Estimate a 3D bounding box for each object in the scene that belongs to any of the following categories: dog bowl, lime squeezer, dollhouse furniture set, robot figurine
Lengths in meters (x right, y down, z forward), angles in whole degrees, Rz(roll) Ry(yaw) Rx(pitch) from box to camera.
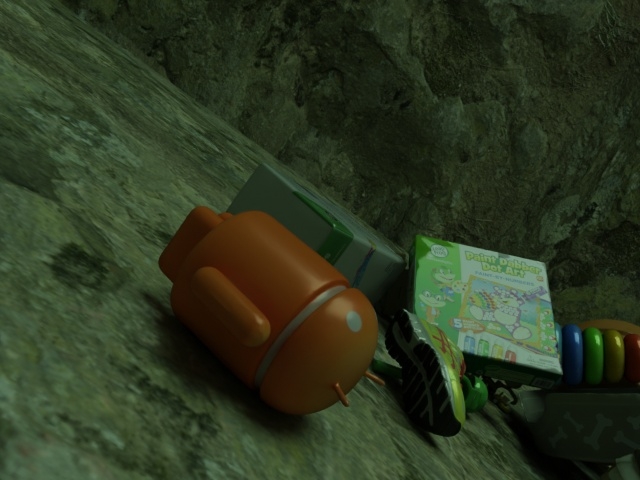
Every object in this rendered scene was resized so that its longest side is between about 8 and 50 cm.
[{"bbox_3d":[0.506,0.293,1.017,0.348,0.102,0.349,-2,-13,0],"label":"dog bowl"},{"bbox_3d":[0.190,0.210,0.932,0.110,0.059,0.310,42,10,32],"label":"lime squeezer"},{"bbox_3d":[0.249,0.106,1.272,0.241,0.212,0.161,11,9,-1],"label":"dollhouse furniture set"},{"bbox_3d":[-0.040,0.060,0.546,0.219,0.128,0.158,39,-30,21],"label":"robot figurine"}]

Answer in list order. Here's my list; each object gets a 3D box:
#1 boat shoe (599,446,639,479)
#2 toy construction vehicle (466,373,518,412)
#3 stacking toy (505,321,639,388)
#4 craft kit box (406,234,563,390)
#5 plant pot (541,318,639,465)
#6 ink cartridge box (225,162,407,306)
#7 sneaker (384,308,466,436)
[{"bbox_3d":[0.383,0.366,0.685,0.113,0.103,0.302,40,28,-8],"label":"boat shoe"},{"bbox_3d":[0.333,0.284,1.201,0.098,0.035,0.086,40,9,23],"label":"toy construction vehicle"},{"bbox_3d":[0.512,0.212,1.159,0.330,0.141,0.141,-1,-6,20],"label":"stacking toy"},{"bbox_3d":[0.274,0.116,1.078,0.249,0.061,0.247,12,43,-2],"label":"craft kit box"},{"bbox_3d":[0.595,0.328,1.300,0.291,0.291,0.203,39,25,20],"label":"plant pot"},{"bbox_3d":[0.000,0.000,1.108,0.201,0.117,0.278,42,9,34],"label":"ink cartridge box"},{"bbox_3d":[0.153,0.166,0.799,0.094,0.082,0.209,21,26,-19],"label":"sneaker"}]
